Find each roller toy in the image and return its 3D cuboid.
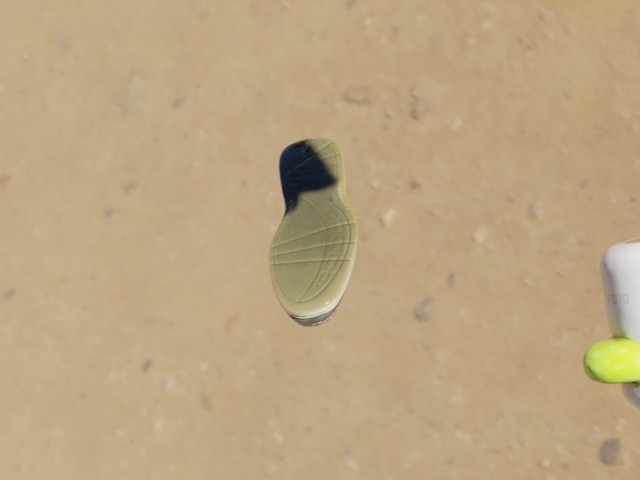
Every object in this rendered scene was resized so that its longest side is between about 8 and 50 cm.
[{"bbox_3d":[0.319,0.046,1.186,0.191,0.209,0.146,-10,90,41],"label":"roller toy"}]

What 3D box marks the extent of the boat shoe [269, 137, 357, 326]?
[{"bbox_3d":[-0.001,0.000,1.378,0.080,0.073,0.223,-10,43,7],"label":"boat shoe"}]
